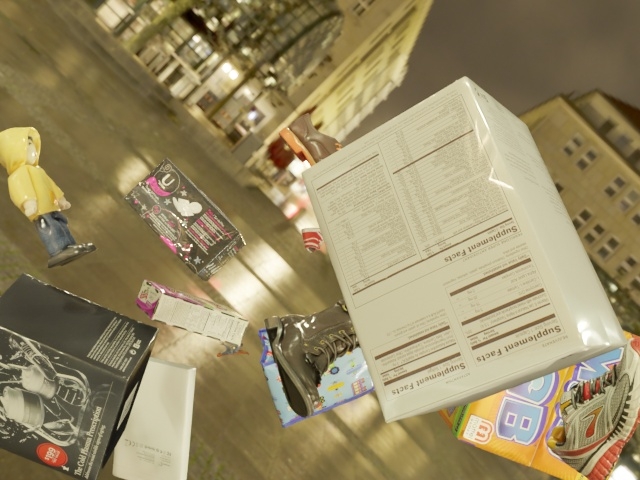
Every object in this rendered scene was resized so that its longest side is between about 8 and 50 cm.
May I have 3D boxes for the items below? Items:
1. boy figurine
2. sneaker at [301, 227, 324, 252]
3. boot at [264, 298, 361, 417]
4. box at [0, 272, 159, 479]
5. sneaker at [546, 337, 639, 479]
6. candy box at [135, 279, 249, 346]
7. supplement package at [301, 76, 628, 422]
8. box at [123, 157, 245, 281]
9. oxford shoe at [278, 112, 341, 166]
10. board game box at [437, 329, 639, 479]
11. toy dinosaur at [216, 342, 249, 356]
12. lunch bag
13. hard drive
[{"bbox_3d":[-0.545,-0.088,1.468,0.177,0.092,0.285,-7,73,-84],"label":"boy figurine"},{"bbox_3d":[0.000,0.000,2.063,0.118,0.042,0.067,1,76,-36],"label":"sneaker"},{"bbox_3d":[0.036,0.160,1.196,0.263,0.229,0.091,-118,-165,-61],"label":"boot"},{"bbox_3d":[-0.555,0.297,1.579,0.312,0.343,0.179,23,31,-2],"label":"box"},{"bbox_3d":[0.345,0.208,0.923,0.092,0.225,0.088,27,37,21],"label":"sneaker"},{"bbox_3d":[-0.308,0.173,1.787,0.233,0.071,0.159,23,-2,-29],"label":"candy box"},{"bbox_3d":[0.145,0.019,0.753,0.199,0.198,0.263,11,55,-57],"label":"supplement package"},{"bbox_3d":[-0.309,-0.045,1.741,0.247,0.142,0.163,46,-7,6],"label":"box"},{"bbox_3d":[0.021,-0.190,1.762,0.271,0.098,0.097,48,-1,10],"label":"oxford shoe"},{"bbox_3d":[0.516,0.326,1.799,0.356,0.357,0.356,21,1,-2],"label":"board game box"},{"bbox_3d":[-0.263,0.330,2.200,0.090,0.082,0.047,54,-15,-11],"label":"toy dinosaur"},{"bbox_3d":[0.016,0.310,1.843,0.138,0.293,0.221,-101,178,-57],"label":"lunch bag"},{"bbox_3d":[-0.469,0.510,2.095,0.233,0.353,0.047,8,5,24],"label":"hard drive"}]
